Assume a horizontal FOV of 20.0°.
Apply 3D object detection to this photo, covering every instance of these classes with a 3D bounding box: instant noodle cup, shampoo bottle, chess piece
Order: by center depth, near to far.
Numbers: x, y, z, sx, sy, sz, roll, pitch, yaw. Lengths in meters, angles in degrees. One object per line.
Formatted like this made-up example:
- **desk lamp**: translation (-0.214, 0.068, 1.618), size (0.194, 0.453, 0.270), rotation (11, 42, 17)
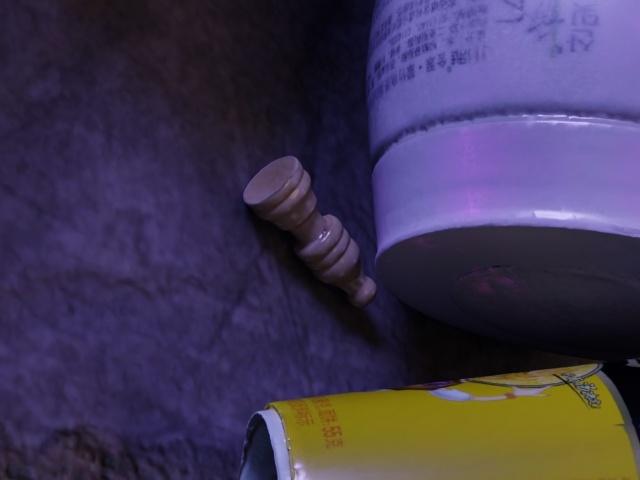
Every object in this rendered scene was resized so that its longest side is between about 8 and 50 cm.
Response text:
- **instant noodle cup**: translation (0.086, 0.150, 0.841), size (0.236, 0.215, 0.216), rotation (0, 75, -10)
- **chess piece**: translation (0.000, 0.000, 0.955), size (0.092, 0.035, 0.035), rotation (50, 48, -27)
- **shampoo bottle**: translation (0.159, -0.078, 0.965), size (0.273, 0.273, 0.266), rotation (22, 69, -39)
